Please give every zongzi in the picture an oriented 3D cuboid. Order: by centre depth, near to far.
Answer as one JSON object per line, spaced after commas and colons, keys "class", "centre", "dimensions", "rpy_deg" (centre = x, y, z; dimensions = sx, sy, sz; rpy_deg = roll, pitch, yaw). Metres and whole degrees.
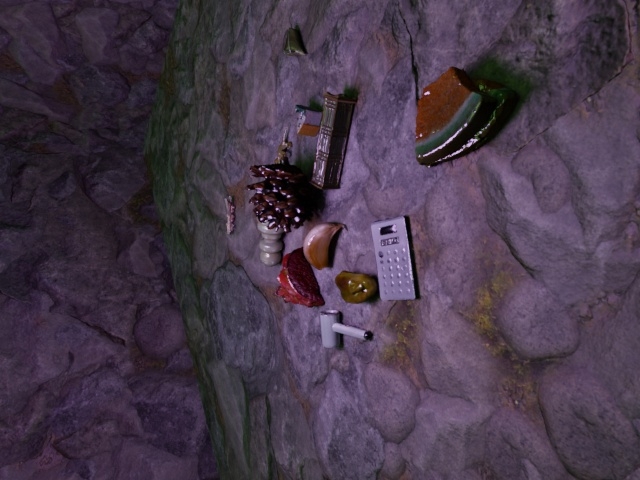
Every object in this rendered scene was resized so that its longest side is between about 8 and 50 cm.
{"class": "zongzi", "centre": [-0.089, -0.774, 1.686], "dimensions": [0.113, 0.052, 0.104], "rpy_deg": [20, 105, 39]}

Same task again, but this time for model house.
{"class": "model house", "centre": [-0.058, -0.454, 1.643], "dimensions": [0.100, 0.087, 0.100], "rpy_deg": [45, 128, 47]}

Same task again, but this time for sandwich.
{"class": "sandwich", "centre": [0.333, -0.313, 1.080], "dimensions": [0.292, 0.109, 0.212], "rpy_deg": [-10, 87, 56]}

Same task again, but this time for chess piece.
{"class": "chess piece", "centre": [-0.219, 0.001, 1.912], "dimensions": [0.133, 0.133, 0.243], "rpy_deg": [35, 127, 48]}

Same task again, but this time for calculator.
{"class": "calculator", "centre": [0.229, 0.056, 1.355], "dimensions": [0.161, 0.021, 0.262], "rpy_deg": [-13, 84, 55]}

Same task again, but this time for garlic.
{"class": "garlic", "centre": [-0.005, 0.002, 1.607], "dimensions": [0.128, 0.115, 0.207], "rpy_deg": [56, 134, 44]}

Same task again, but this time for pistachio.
{"class": "pistachio", "centre": [0.109, 0.160, 1.471], "dimensions": [0.189, 0.100, 0.110], "rpy_deg": [7, 96, 53]}

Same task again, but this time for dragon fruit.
{"class": "dragon fruit", "centre": [-0.115, 0.187, 1.772], "dimensions": [0.211, 0.134, 0.262], "rpy_deg": [-55, 51, 47]}

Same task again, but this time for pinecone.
{"class": "pinecone", "centre": [-0.152, -0.167, 1.646], "dimensions": [0.298, 0.242, 0.296], "rpy_deg": [-139, 29, -67]}

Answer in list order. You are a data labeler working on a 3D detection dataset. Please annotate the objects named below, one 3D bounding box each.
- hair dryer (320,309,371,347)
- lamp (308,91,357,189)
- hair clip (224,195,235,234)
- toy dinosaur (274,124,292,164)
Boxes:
{"class": "hair dryer", "centre": [0.095, 0.332, 1.563], "dimensions": [0.236, 0.073, 0.131], "rpy_deg": [1, 97, 46]}
{"class": "lamp", "centre": [0.041, -0.344, 1.515], "dimensions": [0.089, 0.090, 0.325], "rpy_deg": [36, 124, 46]}
{"class": "hair clip", "centre": [-0.488, -0.137, 2.342], "dimensions": [0.062, 0.056, 0.214], "rpy_deg": [17, 117, 36]}
{"class": "toy dinosaur", "centre": [-0.167, -0.402, 1.851], "dimensions": [0.126, 0.039, 0.162], "rpy_deg": [2, 94, 57]}
